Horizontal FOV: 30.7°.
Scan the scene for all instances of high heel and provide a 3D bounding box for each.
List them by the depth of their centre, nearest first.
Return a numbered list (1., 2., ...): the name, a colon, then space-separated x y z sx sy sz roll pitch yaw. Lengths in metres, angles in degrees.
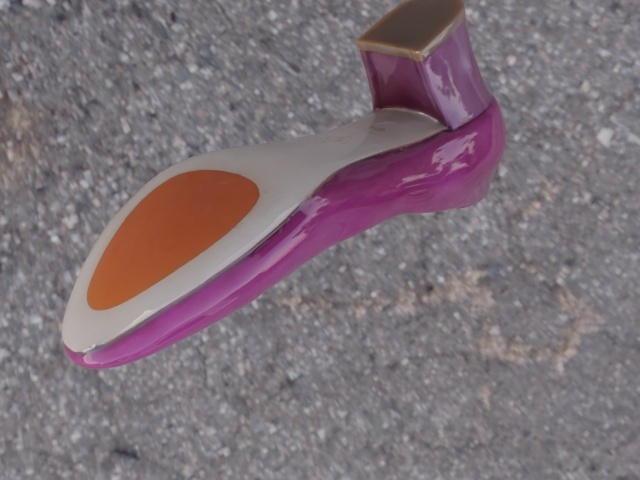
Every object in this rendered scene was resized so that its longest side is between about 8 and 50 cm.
1. high heel: 0.000 0.000 0.798 0.377 0.127 0.181 -39 132 -23
